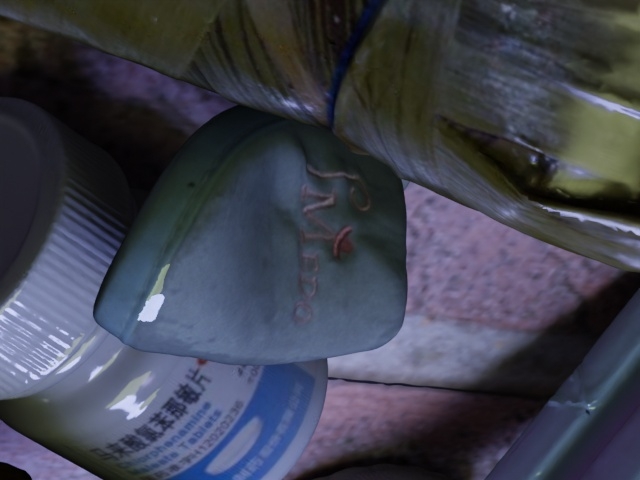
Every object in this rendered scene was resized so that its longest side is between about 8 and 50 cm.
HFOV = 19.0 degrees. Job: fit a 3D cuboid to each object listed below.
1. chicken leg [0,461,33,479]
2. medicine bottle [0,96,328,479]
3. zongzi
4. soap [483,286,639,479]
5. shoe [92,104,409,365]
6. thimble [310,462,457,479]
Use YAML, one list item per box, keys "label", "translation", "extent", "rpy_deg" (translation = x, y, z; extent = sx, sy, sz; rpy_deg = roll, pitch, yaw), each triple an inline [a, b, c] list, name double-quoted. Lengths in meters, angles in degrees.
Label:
- label: "chicken leg"
  translation: [-0.234, 0.136, 0.731]
  extent: [0.409, 0.182, 0.295]
  rpy_deg: [-11, 114, 30]
- label: "medicine bottle"
  translation: [-0.080, 0.030, 0.702]
  extent: [0.105, 0.105, 0.168]
  rpy_deg: [-33, 138, 17]
- label: "zongzi"
  translation: [0.029, -0.151, 0.568]
  extent: [0.260, 0.289, 0.123]
  rpy_deg: [-67, 167, 9]
- label: "soap"
  translation: [0.144, 0.137, 0.823]
  extent: [0.230, 0.145, 0.091]
  rpy_deg: [-52, 135, 4]
- label: "shoe"
  translation: [0.000, 0.000, 0.651]
  extent: [0.079, 0.078, 0.195]
  rpy_deg: [-62, 167, 20]
- label: "thimble"
  translation: [0.027, 0.165, 0.911]
  extent: [0.115, 0.090, 0.102]
  rpy_deg: [9, 130, -27]
